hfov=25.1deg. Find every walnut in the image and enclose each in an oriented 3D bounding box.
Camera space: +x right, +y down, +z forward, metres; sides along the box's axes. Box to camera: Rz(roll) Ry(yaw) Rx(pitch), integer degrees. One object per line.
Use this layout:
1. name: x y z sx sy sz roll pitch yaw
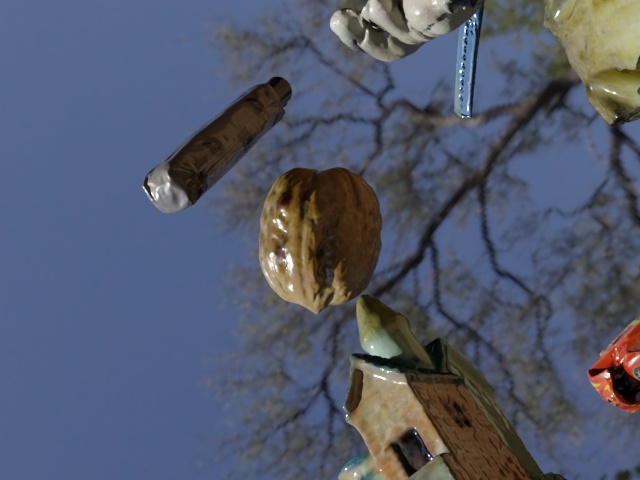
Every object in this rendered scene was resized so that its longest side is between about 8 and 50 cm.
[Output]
1. walnut: 0.000 0.000 1.799 0.155 0.184 0.155 5 179 0

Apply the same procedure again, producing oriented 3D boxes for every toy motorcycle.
1. toy motorcycle: 0.459 0.139 1.937 0.089 0.298 0.171 44 -137 1

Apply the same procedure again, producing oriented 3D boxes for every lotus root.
1. lotus root: 0.328 -0.252 1.367 0.142 0.314 0.210 -23 -97 -14

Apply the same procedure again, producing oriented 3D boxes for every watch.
1. watch: 0.274 -0.375 2.262 0.068 0.275 0.276 24 -124 39

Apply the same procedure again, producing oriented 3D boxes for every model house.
1. model house: 0.093 0.213 1.569 0.267 0.194 0.325 13 -138 -54

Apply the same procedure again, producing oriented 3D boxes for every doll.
1. doll: 0.108 -0.258 1.555 0.095 0.192 0.149 56 -141 -12

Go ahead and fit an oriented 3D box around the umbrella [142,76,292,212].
1. umbrella: -0.122 -0.133 1.871 0.337 0.073 0.067 -50 -56 -53
